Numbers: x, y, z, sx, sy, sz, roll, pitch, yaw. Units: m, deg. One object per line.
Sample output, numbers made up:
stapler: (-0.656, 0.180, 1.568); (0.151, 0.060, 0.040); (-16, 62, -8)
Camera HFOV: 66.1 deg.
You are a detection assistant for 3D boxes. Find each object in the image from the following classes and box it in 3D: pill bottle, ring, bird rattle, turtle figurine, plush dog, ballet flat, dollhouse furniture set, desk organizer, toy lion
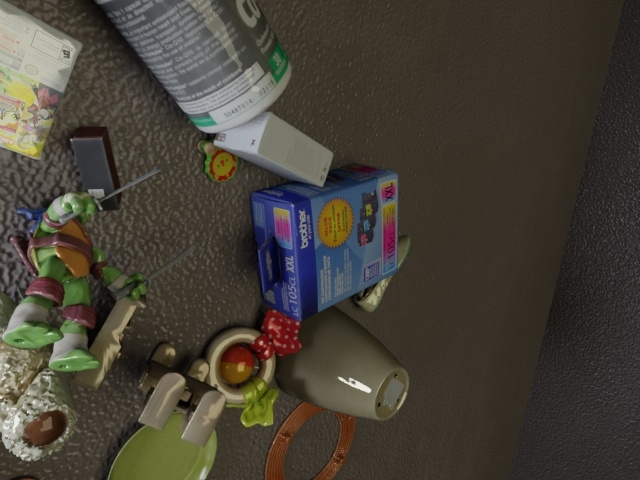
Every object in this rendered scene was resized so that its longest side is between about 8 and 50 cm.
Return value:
pill bottle: (-0.214, -0.363, 0.756); (0.204, 0.204, 0.361); (-53, 133, -18)
ring: (-0.014, 0.583, 1.369); (0.336, 0.032, 0.337); (-15, 112, -40)
bird rattle: (-0.152, 0.270, 1.077); (0.206, 0.143, 0.254); (18, 86, -29)
turtle figurine: (-0.315, 0.034, 0.707); (0.274, 0.198, 0.266); (10, 52, -19)
plush dog: (-0.499, 0.206, 0.703); (0.225, 0.210, 0.263); (-30, 102, -16)
ballet flat: (0.166, 0.080, 1.362); (0.086, 0.086, 0.249); (37, 77, -44)
dollhouse furniture set: (-0.277, 0.211, 0.874); (0.242, 0.212, 0.161); (30, 81, -18)
desk organizer: (-0.360, -0.116, 0.799); (0.047, 0.050, 0.130); (-4, 126, -10)
toy lion: (-0.190, -0.168, 0.967); (0.100, 0.034, 0.096); (-47, 137, -24)

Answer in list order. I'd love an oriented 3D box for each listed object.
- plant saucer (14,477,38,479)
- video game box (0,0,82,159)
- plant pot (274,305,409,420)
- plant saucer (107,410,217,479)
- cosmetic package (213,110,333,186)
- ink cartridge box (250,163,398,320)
plant saucer: (-0.521, 0.446, 0.843); (0.083, 0.013, 0.084); (-15, 112, -41)
video game box: (-0.460, -0.234, 0.668); (0.205, 0.048, 0.187); (22, 85, -45)
plant pot: (0.070, 0.313, 1.194); (0.256, 0.274, 0.257); (-15, 112, -41)
plant saucer: (-0.328, 0.460, 1.020); (0.240, 0.037, 0.241); (-15, 112, -40)
cosmetic package: (-0.085, -0.182, 0.974); (0.231, 0.117, 0.086); (20, 87, -59)
ink cartridge box: (0.000, 0.000, 1.122); (0.395, 0.151, 0.270); (-21, 116, -37)
